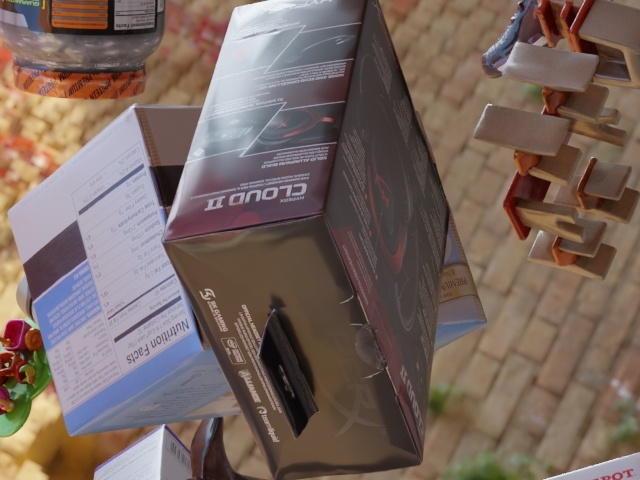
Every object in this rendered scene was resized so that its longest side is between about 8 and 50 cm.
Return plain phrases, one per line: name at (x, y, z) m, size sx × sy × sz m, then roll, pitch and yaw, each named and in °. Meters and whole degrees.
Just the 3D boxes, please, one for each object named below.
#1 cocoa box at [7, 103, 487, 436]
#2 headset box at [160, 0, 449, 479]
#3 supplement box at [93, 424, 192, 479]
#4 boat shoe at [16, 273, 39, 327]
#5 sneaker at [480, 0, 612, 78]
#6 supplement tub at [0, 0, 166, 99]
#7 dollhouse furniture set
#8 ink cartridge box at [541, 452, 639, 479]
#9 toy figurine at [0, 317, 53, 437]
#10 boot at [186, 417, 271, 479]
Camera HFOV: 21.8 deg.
cocoa box at (-0.065, 0.026, 1.532) m, size 0.347 × 0.228 × 0.231 m, roll -3°, pitch -22°, yaw -42°
headset box at (0.000, 0.000, 1.106) m, size 0.293 × 0.110 × 0.218 m, roll -79°, pitch -26°, yaw -49°
supplement box at (-0.195, 0.332, 1.932) m, size 0.114 × 0.111 × 0.220 m, roll -34°, pitch 21°, yaw 10°
boat shoe at (-0.175, -0.004, 1.736) m, size 0.302 × 0.103 × 0.113 m, roll -47°, pitch -35°, yaw -3°
sneaker at (0.292, -0.347, 2.170) m, size 0.281 × 0.162 × 0.106 m, roll -36°, pitch 3°, yaw 20°
supplement tub at (-0.266, -0.326, 1.871) m, size 0.193 × 0.193 × 0.316 m, roll -37°, pitch -46°, yaw -68°
dollhouse furniture set at (0.250, -0.125, 1.739) m, size 0.259 × 0.135 × 0.262 m, roll -64°, pitch -30°, yaw -20°
ink cartridge box at (0.304, 0.368, 1.796) m, size 0.100 × 0.172 × 0.237 m, roll 66°, pitch -171°, yaw -48°
toy figurine at (-0.428, 0.140, 2.093) m, size 0.159 × 0.130 × 0.173 m, roll 37°, pitch -120°, yaw -44°
boot at (-0.077, 0.233, 1.669) m, size 0.037 × 0.114 × 0.106 m, roll -10°, pitch 62°, yaw 58°
